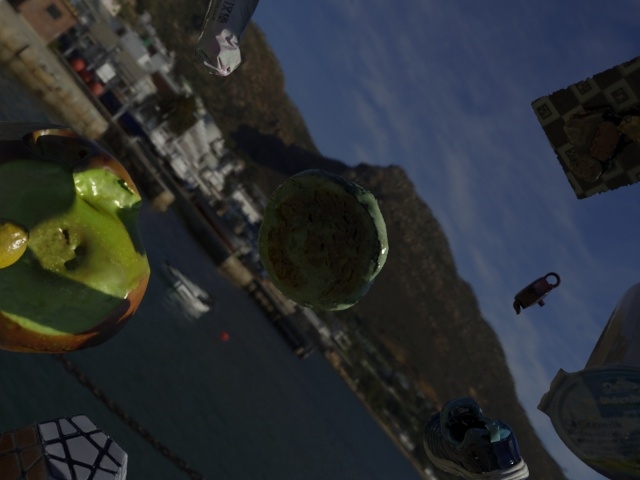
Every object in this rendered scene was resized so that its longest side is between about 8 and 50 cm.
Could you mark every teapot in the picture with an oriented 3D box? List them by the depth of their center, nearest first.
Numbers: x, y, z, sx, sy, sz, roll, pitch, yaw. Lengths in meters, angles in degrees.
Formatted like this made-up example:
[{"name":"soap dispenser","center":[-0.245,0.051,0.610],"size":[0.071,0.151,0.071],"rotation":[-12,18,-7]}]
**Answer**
[{"name":"teapot","center":[0.381,0.095,1.440],"size":[0.045,0.100,0.068],"rotation":[55,3,10]}]

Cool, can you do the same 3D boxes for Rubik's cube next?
[{"name":"Rubik's cube","center":[-0.515,0.478,1.539],"size":[0.319,0.319,0.263],"rotation":[76,-2,-79]}]

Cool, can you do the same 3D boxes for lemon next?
[{"name":"lemon","center":[-0.413,0.004,1.038],"size":[0.065,0.092,0.065],"rotation":[-20,90,-82]}]

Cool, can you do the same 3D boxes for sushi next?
[{"name":"sushi","center":[0.333,-0.122,0.916],"size":[0.201,0.031,0.139],"rotation":[-20,-80,54]}]

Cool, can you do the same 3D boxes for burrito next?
[{"name":"burrito","center":[-0.099,-0.298,0.990],"size":[0.064,0.203,0.064],"rotation":[17,-4,1]}]

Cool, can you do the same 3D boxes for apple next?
[{"name":"apple","center":[-0.445,-0.010,1.299],"size":[0.384,0.374,0.374],"rotation":[17,-17,18]}]

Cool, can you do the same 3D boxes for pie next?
[{"name":"pie","center":[0.000,0.000,1.321],"size":[0.240,0.240,0.054],"rotation":[50,28,13]}]

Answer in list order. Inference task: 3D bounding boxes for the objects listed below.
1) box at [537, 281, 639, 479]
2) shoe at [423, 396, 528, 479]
[{"name":"box","center":[0.458,0.189,1.038],"size":[0.262,0.206,0.291],"rotation":[-15,-60,48]},{"name":"shoe","center":[0.200,0.260,1.096],"size":[0.207,0.092,0.106],"rotation":[179,-104,-74]}]
